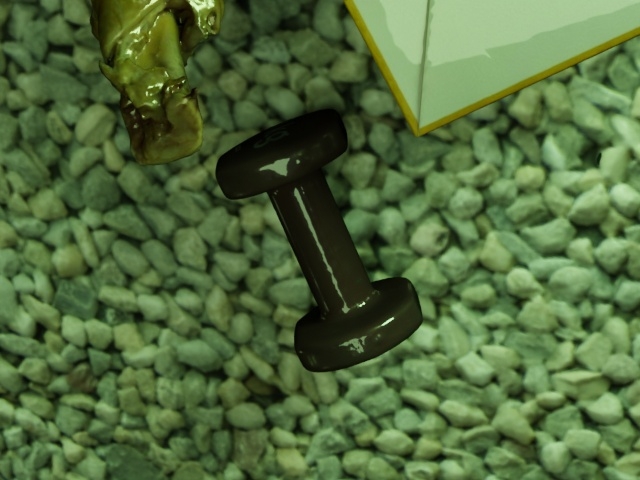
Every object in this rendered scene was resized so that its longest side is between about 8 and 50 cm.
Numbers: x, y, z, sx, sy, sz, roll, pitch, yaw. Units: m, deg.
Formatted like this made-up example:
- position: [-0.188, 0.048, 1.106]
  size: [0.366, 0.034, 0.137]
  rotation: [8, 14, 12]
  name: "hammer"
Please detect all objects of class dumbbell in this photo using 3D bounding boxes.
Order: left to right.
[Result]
- position: [0.000, 0.000, 1.211]
  size: [0.124, 0.140, 0.225]
  rotation: [-22, 105, 7]
  name: "dumbbell"

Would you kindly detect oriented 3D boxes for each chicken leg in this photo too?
- position: [-0.139, -0.222, 1.092]
  size: [0.182, 0.410, 0.295]
  rotation: [-2, 150, -16]
  name: "chicken leg"

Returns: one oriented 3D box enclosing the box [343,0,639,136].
- position: [0.150, -0.275, 1.043]
  size: [0.283, 0.214, 0.260]
  rotation: [-23, 107, 19]
  name: "box"
